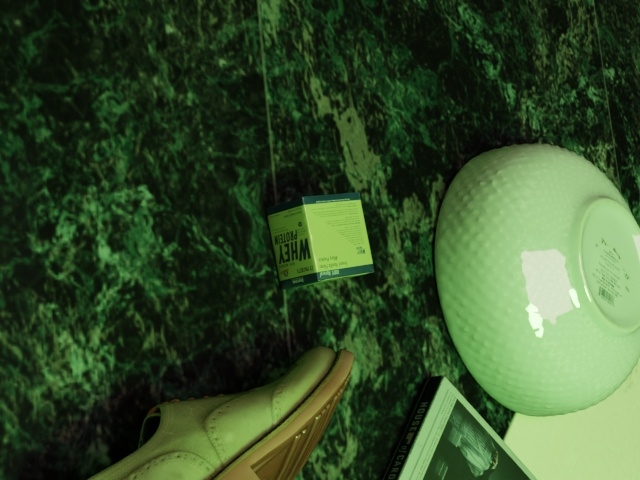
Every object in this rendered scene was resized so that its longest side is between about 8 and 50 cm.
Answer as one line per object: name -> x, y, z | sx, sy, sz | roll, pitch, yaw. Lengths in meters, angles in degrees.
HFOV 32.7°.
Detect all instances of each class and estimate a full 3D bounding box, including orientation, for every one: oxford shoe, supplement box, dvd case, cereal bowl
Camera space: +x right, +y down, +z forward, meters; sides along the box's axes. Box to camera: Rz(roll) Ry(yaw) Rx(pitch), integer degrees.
oxford shoe -> -0.078, 0.161, 0.931 | 0.130, 0.123, 0.348 | 31, 27, 13
supplement box -> 0.000, 0.000, 1.088 | 0.083, 0.056, 0.083 | -8, 85, -45
dvd case -> 0.162, 0.292, 1.193 | 0.239, 0.029, 0.179 | 47, 52, -25
cereal bowl -> 0.297, 0.039, 1.310 | 0.339, 0.141, 0.339 | 14, 70, -43
